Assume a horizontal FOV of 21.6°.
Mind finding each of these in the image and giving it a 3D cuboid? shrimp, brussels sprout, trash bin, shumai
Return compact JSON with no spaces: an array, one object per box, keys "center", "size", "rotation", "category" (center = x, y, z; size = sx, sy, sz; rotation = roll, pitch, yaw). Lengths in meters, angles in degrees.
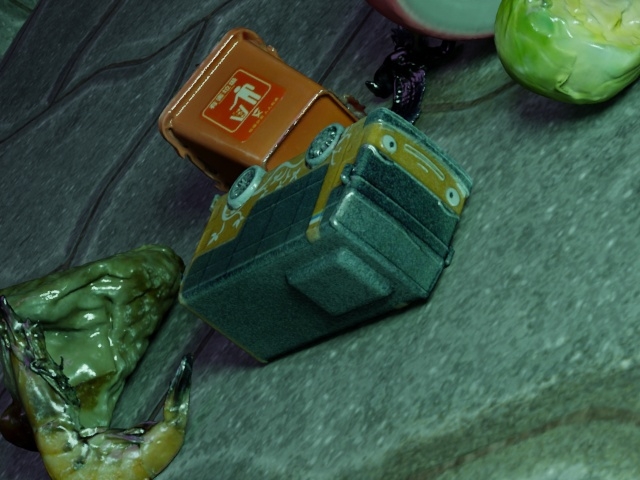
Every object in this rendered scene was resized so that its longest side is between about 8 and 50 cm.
[{"center":[-0.230,0.135,1.738],"size":[0.198,0.262,0.051],"rotation":[-33,-17,11],"category":"shrimp"},{"center":[0.227,-0.182,1.497],"size":[0.122,0.151,0.149],"rotation":[114,149,-50],"category":"brussels sprout"},{"center":[-0.039,-0.107,1.818],"size":[0.161,0.184,0.238],"rotation":[-51,34,-5],"category":"trash bin"},{"center":[-0.257,0.123,1.914],"size":[0.272,0.204,0.222],"rotation":[-23,5,-35],"category":"shumai"}]

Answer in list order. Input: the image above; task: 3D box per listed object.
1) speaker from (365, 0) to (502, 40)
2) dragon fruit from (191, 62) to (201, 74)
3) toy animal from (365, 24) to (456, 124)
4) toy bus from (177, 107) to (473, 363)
[{"center":[0.140,-0.340,1.661],"size":[0.294,0.294,0.294],"rotation":[-39,25,22],"category":"speaker"},{"center":[-0.121,-0.175,2.123],"size":[0.162,0.106,0.083],"rotation":[-16,40,48],"category":"dragon fruit"},{"center":[0.097,-0.192,1.840],"size":[0.108,0.062,0.220],"rotation":[-57,17,33],"category":"toy animal"},{"center":[0.000,0.000,1.602],"size":[0.275,0.138,0.167],"rotation":[-26,34,46],"category":"toy bus"}]
